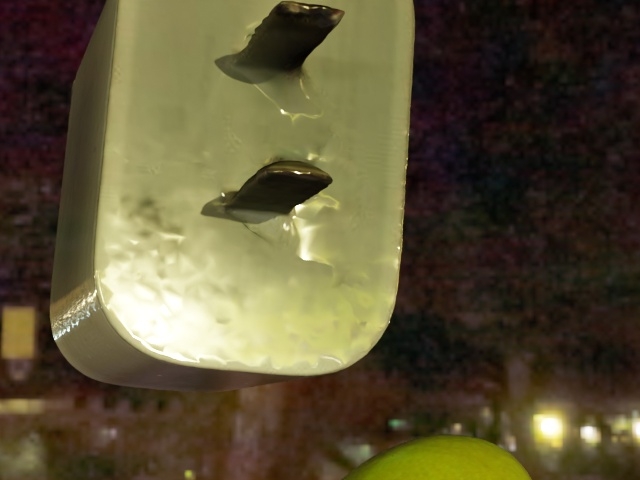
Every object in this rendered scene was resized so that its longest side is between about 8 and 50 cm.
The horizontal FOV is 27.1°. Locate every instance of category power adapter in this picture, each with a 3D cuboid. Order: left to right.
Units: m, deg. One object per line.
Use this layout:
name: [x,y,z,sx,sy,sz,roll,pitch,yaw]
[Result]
power adapter: [-0.038,-0.033,0.568,0.124,0.187,0.255,6,169,-16]

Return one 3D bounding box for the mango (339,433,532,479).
mango: [0.042,0.250,0.991,0.273,0.149,0.185,-37,-179,-4]
